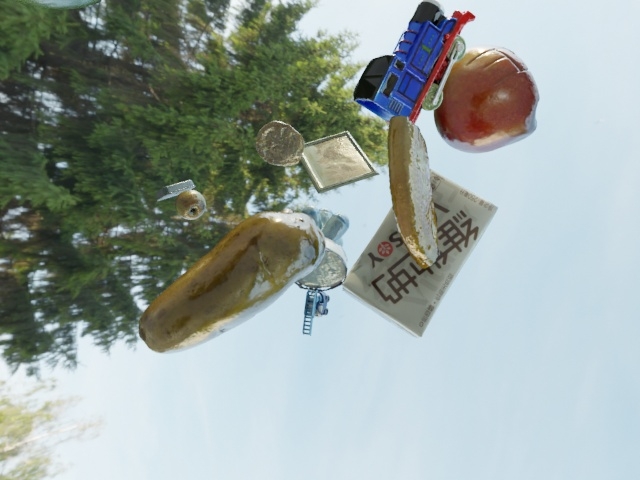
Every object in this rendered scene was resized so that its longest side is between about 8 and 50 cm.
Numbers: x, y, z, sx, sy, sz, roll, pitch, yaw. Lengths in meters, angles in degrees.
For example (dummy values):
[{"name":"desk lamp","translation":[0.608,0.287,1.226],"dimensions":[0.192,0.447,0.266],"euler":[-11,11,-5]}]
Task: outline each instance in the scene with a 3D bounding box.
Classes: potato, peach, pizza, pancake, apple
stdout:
[{"name":"potato","translation":[-0.156,0.069,0.723],"dimensions":[0.369,0.177,0.195],"euler":[-35,-136,-12]},{"name":"peach","translation":[0.413,-0.336,1.015],"dimensions":[0.245,0.248,0.275],"euler":[-50,-141,22]},{"name":"pizza","translation":[0.160,-0.080,0.692],"dimensions":[0.056,0.134,0.271],"euler":[-4,-55,30]},{"name":"pancake","translation":[-0.120,-0.284,1.206],"dimensions":[0.151,0.025,0.152],"euler":[5,-53,6]},{"name":"apple","translation":[-0.391,-0.107,1.212],"dimensions":[0.074,0.089,0.090],"euler":[38,-65,46]}]

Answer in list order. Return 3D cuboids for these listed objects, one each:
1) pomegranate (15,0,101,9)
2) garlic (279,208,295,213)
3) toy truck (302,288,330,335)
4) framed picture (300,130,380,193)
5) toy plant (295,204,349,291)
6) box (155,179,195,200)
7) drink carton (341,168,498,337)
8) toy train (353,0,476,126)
[{"name":"pomegranate","translation":[-0.307,-0.376,0.396],"dimensions":[0.271,0.254,0.254],"euler":[-49,-119,25]},{"name":"garlic","translation":[-0.153,-0.060,1.737],"dimensions":[0.124,0.098,0.175],"euler":[-94,178,-53]},{"name":"toy truck","translation":[-0.018,0.218,1.220],"dimensions":[0.063,0.074,0.137],"euler":[0,-101,32]},{"name":"framed picture","translation":[0.046,-0.271,1.349],"dimensions":[0.017,0.216,0.274],"euler":[80,-14,-48]},{"name":"toy plant","translation":[0.000,0.000,1.558],"dimensions":[0.247,0.247,0.333],"euler":[-37,-150,35]},{"name":"box","translation":[-0.514,-0.178,1.422],"dimensions":[0.090,0.126,0.031],"euler":[-15,-80,46]},{"name":"drink carton","translation":[0.210,0.020,0.874],"dimensions":[0.194,0.132,0.325],"euler":[32,-98,13]},{"name":"toy train","translation":[0.157,-0.296,0.675],"dimensions":[0.204,0.130,0.083],"euler":[-63,-155,8]}]
